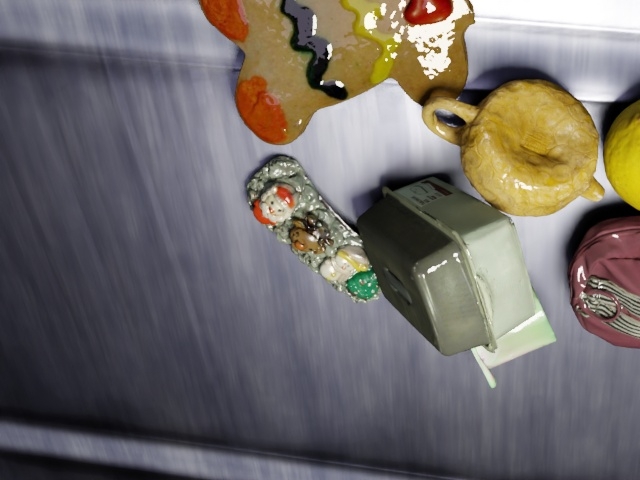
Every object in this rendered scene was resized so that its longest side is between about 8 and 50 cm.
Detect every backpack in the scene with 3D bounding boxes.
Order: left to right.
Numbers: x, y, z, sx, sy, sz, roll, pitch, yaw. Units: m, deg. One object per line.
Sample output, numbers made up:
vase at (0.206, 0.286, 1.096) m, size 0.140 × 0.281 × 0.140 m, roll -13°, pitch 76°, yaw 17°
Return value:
backpack at (0.559, 0.072, 1.156) m, size 0.317 × 0.197 × 0.283 m, roll 0°, pitch 132°, yaw 13°

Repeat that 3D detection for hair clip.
hair clip at (0.000, 0.001, 1.270) m, size 0.321 × 0.091 × 0.138 m, roll 41°, pitch 120°, yaw -13°

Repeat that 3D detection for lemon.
lemon at (0.516, -0.121, 1.073) m, size 0.203 × 0.178 × 0.178 m, roll 37°, pitch 119°, yaw -26°

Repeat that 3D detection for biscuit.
biscuit at (0.022, -0.339, 1.083) m, size 0.393 × 0.076 × 0.368 m, roll -11°, pitch 118°, yaw 15°

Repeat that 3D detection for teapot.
teapot at (0.295, -0.134, 1.113) m, size 0.311 × 0.203 × 0.167 m, roll 23°, pitch 163°, yaw 1°

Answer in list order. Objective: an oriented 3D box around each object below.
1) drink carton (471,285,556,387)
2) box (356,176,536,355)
drink carton at (0.324, 0.147, 1.281) m, size 0.142 × 0.146 × 0.144 m, roll -27°, pitch 113°, yaw 13°
box at (0.189, 0.035, 1.142) m, size 0.166 × 0.290 × 0.221 m, roll -27°, pitch 116°, yaw -9°
